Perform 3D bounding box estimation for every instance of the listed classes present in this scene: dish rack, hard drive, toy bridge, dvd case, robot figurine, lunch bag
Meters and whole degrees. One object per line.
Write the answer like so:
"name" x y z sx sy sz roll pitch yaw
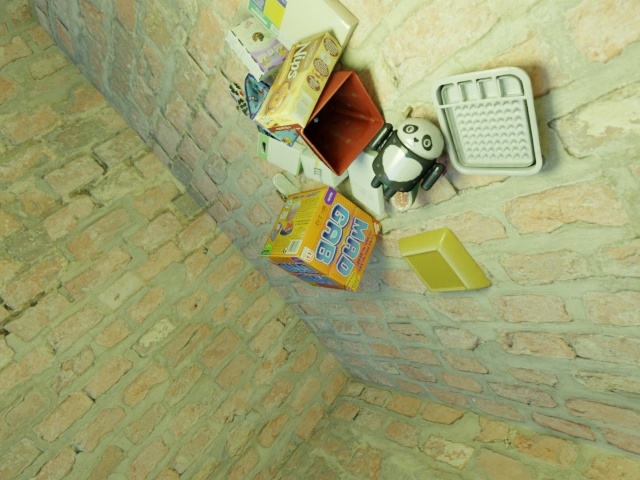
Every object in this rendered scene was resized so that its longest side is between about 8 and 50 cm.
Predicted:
"dish rack" 0.493 -0.344 1.186 0.286 0.072 0.332 11 138 47
"hard drive" 0.184 -0.271 1.705 0.203 0.040 0.307 44 159 41
"toy bridge" 0.352 -0.379 1.384 0.188 0.026 0.063 40 154 6
"dvd case" -0.239 -0.513 2.021 0.179 0.029 0.238 27 148 30
"robot figurine" 0.281 -0.271 1.348 0.209 0.173 0.278 14 132 -27
"lunch bag" -0.200 -0.551 1.660 0.221 0.138 0.293 28 -156 -43

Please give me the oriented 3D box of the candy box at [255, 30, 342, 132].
"candy box" -0.073 -0.517 1.341 0.183 0.316 0.088 11 163 48

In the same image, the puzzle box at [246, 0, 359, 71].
"puzzle box" -0.077 -0.775 1.388 0.409 0.052 0.272 44 155 0

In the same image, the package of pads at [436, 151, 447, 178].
"package of pads" 0.422 -0.264 1.425 0.032 0.050 0.083 25 147 34

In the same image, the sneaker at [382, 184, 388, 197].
"sneaker" 0.277 -0.237 1.659 0.076 0.065 0.166 46 152 5

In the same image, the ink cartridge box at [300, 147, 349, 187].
"ink cartridge box" 0.026 -0.338 1.788 0.176 0.128 0.127 25 148 31

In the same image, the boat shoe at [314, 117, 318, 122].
"boat shoe" -0.060 -0.562 1.643 0.219 0.078 0.070 42 155 9

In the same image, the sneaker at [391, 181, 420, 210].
"sneaker" 0.318 -0.268 1.515 0.108 0.121 0.301 11 119 25

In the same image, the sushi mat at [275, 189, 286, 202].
"sushi mat" -0.190 -0.209 2.255 0.151 0.019 0.316 50 179 -16

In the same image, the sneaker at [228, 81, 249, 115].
"sneaker" -0.385 -0.682 1.966 0.169 0.068 0.071 60 166 -11

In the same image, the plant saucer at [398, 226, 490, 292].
"plant saucer" 0.521 0.116 1.803 0.332 0.081 0.333 50 154 -11

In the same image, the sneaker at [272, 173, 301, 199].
"sneaker" -0.178 -0.272 2.242 0.235 0.090 0.095 53 168 -13

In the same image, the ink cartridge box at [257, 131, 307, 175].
"ink cartridge box" -0.191 -0.431 1.978 0.235 0.056 0.171 29 146 8

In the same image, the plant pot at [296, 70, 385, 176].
"plant pot" 0.022 -0.443 1.466 0.236 0.267 0.267 40 179 42

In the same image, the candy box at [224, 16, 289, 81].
"candy box" -0.233 -0.733 1.540 0.196 0.165 0.070 50 152 -11

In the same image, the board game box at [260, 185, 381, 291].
"board game box" 0.000 0.000 1.945 0.357 0.355 0.357 33 161 -29
